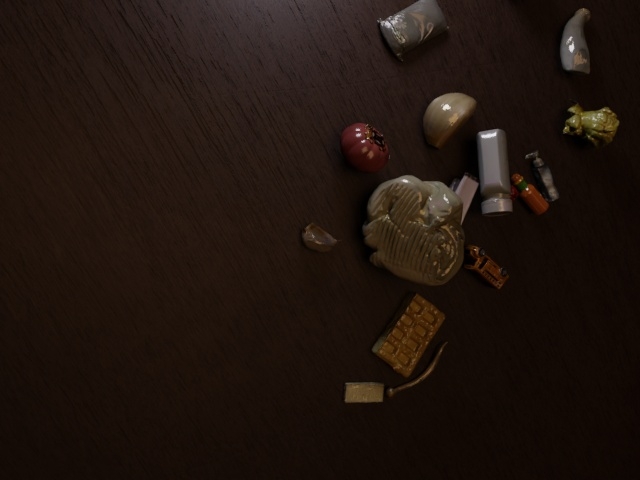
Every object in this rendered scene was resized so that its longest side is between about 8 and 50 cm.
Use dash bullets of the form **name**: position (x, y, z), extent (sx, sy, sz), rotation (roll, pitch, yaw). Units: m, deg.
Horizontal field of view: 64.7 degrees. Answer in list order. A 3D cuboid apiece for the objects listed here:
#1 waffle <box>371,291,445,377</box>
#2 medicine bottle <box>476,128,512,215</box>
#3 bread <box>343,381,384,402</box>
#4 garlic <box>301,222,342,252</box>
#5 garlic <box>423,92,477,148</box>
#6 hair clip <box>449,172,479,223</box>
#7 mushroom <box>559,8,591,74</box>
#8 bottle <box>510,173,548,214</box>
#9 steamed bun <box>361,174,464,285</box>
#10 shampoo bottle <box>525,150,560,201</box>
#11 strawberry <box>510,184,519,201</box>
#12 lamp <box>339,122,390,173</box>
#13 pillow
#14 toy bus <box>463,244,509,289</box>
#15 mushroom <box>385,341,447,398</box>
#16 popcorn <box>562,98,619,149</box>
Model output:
- **waffle**: position (0.318, 0.337, 1.817), extent (0.168, 0.057, 0.274), rotation (37, 81, -18)
- **medicine bottle**: position (0.626, -0.240, 1.825), extent (0.161, 0.111, 0.296), rotation (8, 77, -63)
- **bread**: position (0.153, 0.537, 1.786), extent (0.153, 0.028, 0.068), rotation (4, 91, -19)
- **garlic**: position (0.002, 0.001, 1.682), extent (0.152, 0.066, 0.084), rotation (30, 81, -16)
- **garlic**: position (0.466, -0.442, 1.803), extent (0.245, 0.145, 0.164), rotation (-43, 137, -14)
- **hair clip**: position (0.465, -0.082, 1.828), extent (0.085, 0.101, 0.331), rotation (28, 86, -22)
- **mushroom**: position (0.996, -0.781, 1.974), extent (0.118, 0.103, 0.270), rotation (7, 85, -19)
- **bottle**: position (0.802, -0.183, 1.952), extent (0.187, 0.069, 0.069), rotation (44, 79, -17)
- **steamed bun**: position (0.326, -0.048, 1.691), extent (0.247, 0.352, 0.339), rotation (-23, 128, -56)
- **shampoo bottle**: position (0.869, -0.253, 1.979), extent (0.063, 0.057, 0.208), rotation (-30, 100, -8)
- **strawberry**: position (0.710, -0.178, 1.919), extent (0.096, 0.083, 0.083), rotation (-10, 96, -26)
- **lamp**: position (0.140, -0.300, 1.673), extent (0.182, 0.140, 0.182), rotation (29, 40, -27)
- **pillow**: position (0.329, -0.753, 1.762), extent (0.255, 0.059, 0.169), rotation (-35, 101, -13)
- **toy bus**: position (0.607, 0.098, 1.891), extent (0.194, 0.083, 0.088), rotation (38, 81, -18)
- **mushroom**: position (0.362, 0.485, 1.853), extent (0.306, 0.043, 0.068), rotation (-33, 140, -15)
- **popcorn**: position (1.061, -0.453, 1.993), extent (0.195, 0.168, 0.174), rotation (15, 101, 18)
